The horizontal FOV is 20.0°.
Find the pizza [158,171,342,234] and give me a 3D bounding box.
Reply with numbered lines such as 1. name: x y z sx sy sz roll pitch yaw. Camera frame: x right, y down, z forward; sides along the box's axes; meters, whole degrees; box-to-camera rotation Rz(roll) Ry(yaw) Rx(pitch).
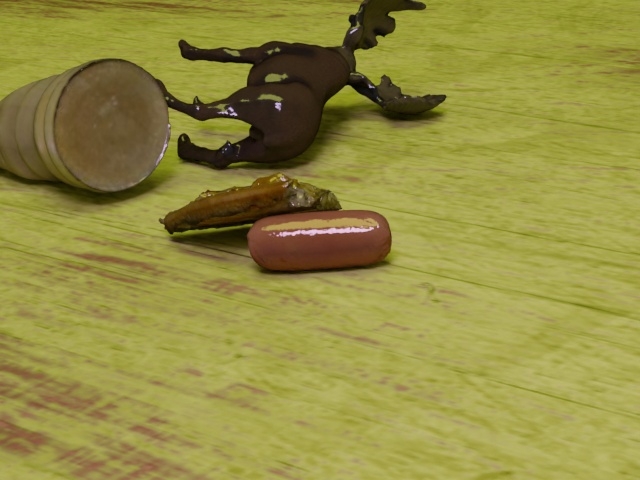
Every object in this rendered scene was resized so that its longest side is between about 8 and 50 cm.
1. pizza: -0.032 -0.024 1.112 0.109 0.026 0.123 -2 -6 -44

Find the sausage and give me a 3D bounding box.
1. sausage: 0.000 0.000 1.051 0.083 0.034 0.034 -4 20 6

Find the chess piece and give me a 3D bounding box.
1. chess piece: -0.191 -0.079 1.273 0.090 0.090 0.200 -18 12 -32

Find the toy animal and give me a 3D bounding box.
1. toy animal: -0.009 -0.112 1.306 0.186 0.093 0.214 -6 27 13
